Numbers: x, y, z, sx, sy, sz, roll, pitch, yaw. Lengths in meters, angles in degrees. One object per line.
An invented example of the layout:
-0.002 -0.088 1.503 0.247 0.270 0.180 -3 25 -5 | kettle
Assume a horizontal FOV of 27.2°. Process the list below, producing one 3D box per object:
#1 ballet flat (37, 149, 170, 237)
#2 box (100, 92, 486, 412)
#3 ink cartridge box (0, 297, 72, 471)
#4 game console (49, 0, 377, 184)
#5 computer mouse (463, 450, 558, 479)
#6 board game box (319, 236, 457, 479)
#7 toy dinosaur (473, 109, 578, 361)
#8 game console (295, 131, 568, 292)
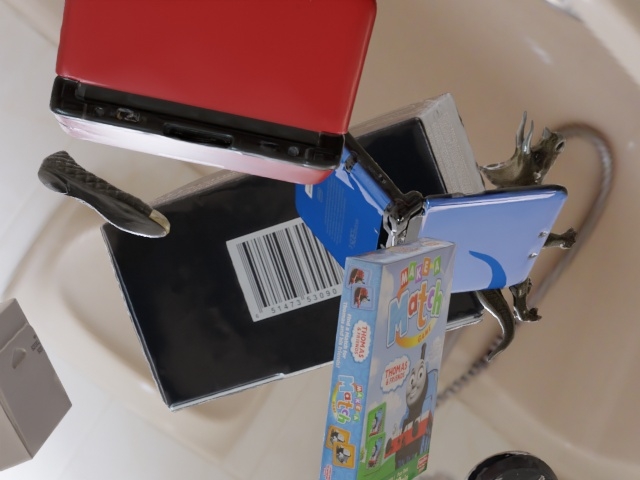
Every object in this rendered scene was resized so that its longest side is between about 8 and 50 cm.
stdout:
-0.245 -0.056 1.516 0.173 0.049 0.057 28 144 9 | ballet flat
0.000 0.000 1.987 0.472 0.479 0.297 -39 -70 -76 | box
-0.469 0.209 1.666 0.171 0.232 0.168 -69 -44 -72 | ink cartridge box
-0.055 -0.086 0.659 0.144 0.085 0.124 12 175 -5 | game console
0.217 0.329 1.470 0.072 0.188 0.272 46 165 56 | computer mouse
0.058 0.110 1.114 0.039 0.212 0.160 11 -169 26 | board game box
0.231 0.007 1.694 0.160 0.314 0.121 38 157 -24 | toy dinosaur
0.110 -0.046 1.483 0.250 0.173 0.293 50 164 16 | game console
